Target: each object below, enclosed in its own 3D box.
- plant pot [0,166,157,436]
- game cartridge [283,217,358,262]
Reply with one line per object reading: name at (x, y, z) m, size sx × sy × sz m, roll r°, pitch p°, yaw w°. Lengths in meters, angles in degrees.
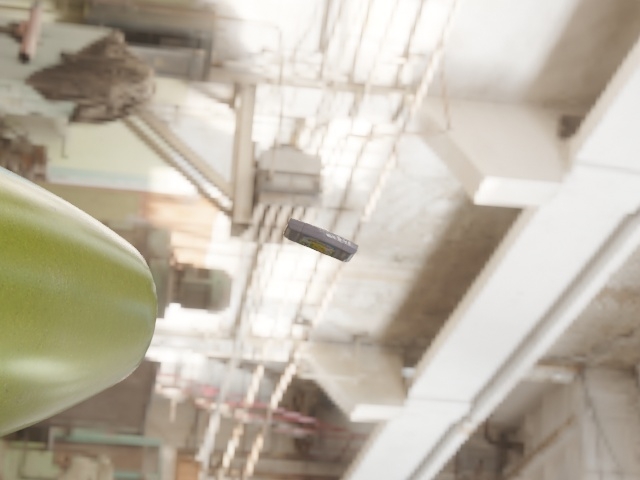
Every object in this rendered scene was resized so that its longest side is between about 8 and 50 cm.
plant pot at (-0.283, 0.050, 1.054) m, size 0.275 × 0.293 × 0.275 m, roll -4°, pitch -97°, yaw 36°
game cartridge at (0.000, 0.000, 1.451) m, size 0.056 × 0.083 × 0.017 m, roll 118°, pitch -6°, yaw -72°
